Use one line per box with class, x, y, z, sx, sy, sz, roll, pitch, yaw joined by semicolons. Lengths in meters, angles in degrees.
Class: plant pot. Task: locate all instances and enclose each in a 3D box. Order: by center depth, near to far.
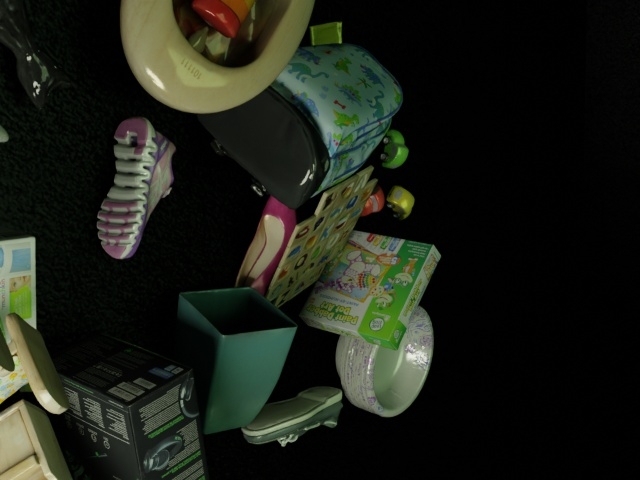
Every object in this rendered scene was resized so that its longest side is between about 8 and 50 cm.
plant pot;-0.177;0.232;1.442;0.166;0.165;0.234;-3;116;-39

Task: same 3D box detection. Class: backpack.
backpack;-0.006;-0.238;1.465;0.273;0.290;0.355;-52;161;24

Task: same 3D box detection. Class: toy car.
toy car;0.178;-0.162;1.889;0.239;0.053;0.224;3;97;-52

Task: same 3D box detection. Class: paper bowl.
paper bowl;0.147;0.280;1.890;0.284;0.148;0.284;-18;114;-49

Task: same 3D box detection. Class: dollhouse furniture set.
dollhouse furniture set;-0.461;0.297;0.927;0.362;0.256;0.394;-33;149;-6

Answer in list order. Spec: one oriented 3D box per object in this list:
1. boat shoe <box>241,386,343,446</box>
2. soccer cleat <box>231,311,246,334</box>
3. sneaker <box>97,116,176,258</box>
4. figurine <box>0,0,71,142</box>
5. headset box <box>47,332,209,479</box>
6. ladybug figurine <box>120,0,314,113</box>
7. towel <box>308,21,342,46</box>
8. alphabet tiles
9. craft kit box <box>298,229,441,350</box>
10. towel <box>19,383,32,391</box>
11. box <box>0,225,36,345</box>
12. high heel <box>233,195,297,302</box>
boat shoe;-0.054;0.408;1.697;0.319;0.116;0.099;-9;103;-56
soccer cleat;-0.125;0.183;1.601;0.179;0.060;0.072;23;91;-45
sneaker;-0.298;-0.082;1.284;0.104;0.095;0.236;15;86;-60
figurine;-0.461;-0.236;1.042;0.215;0.092;0.209;-53;140;-28
headset box;-0.313;0.326;1.239;0.131;0.246;0.283;-26;118;-45
ladybug figurine;-0.171;-0.408;1.268;0.305;0.162;0.449;40;69;-29
towel;0.021;-0.352;1.669;0.102;0.021;0.237;-28;120;-46
alphabet tiles;0.000;0.000;1.589;0.285;0.011;0.342;-33;156;-46
craft kit box;0.109;0.102;1.714;0.061;0.250;0.246;47;61;-46
towel;-0.453;0.198;1.186;0.009;0.060;0.083;-70;153;-63
box;-0.480;0.091;1.083;0.114;0.103;0.203;-11;108;-50
high heel;-0.118;0.010;1.540;0.117;0.082;0.244;-8;119;-60
